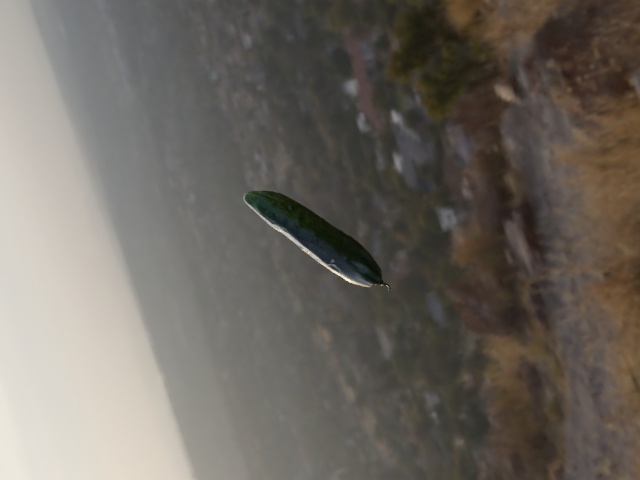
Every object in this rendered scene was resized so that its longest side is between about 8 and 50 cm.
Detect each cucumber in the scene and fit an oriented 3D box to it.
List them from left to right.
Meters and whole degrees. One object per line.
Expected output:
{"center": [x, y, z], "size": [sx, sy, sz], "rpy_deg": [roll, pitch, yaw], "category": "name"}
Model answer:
{"center": [0.000, 0.000, 1.191], "size": [0.168, 0.039, 0.039], "rpy_deg": [35, 169, -3], "category": "cucumber"}
